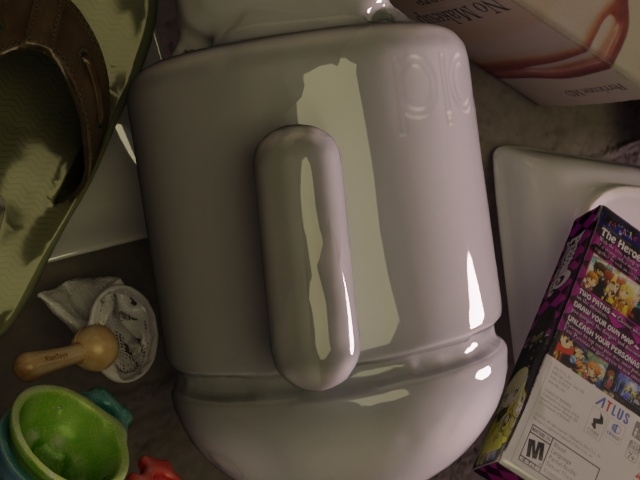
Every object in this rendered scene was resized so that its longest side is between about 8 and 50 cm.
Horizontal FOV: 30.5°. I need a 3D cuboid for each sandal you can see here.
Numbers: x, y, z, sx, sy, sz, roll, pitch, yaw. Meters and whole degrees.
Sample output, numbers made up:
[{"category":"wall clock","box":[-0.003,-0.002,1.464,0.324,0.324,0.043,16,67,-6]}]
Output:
[{"category":"sandal","box":[-0.165,-0.074,0.668,0.120,0.086,0.303,18,84,-24]}]

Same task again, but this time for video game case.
[{"category":"video game case","box":[0.237,0.122,0.795,0.232,0.042,0.210,34,62,-11]}]

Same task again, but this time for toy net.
[{"category":"toy net","box":[-0.116,0.084,0.672,0.122,0.232,0.045,31,115,-18]}]

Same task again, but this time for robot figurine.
[{"category":"robot figurine","box":[0.000,0.000,0.690,0.199,0.300,0.353,-8,95,8]}]

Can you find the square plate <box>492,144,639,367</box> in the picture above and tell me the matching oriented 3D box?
[{"category":"square plate","box":[0.301,0.099,0.886,0.344,0.049,0.347,5,70,-24]}]

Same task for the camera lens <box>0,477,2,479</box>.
[{"category":"camera lens","box":[-0.171,0.252,0.616,0.274,0.219,0.219,38,76,4]}]

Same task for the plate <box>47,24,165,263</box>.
[{"category":"plate","box":[-0.234,-0.109,0.709,0.278,0.045,0.277,-17,98,-22]}]

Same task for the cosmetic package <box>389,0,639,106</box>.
[{"category":"cosmetic package","box":[0.101,-0.217,0.795,0.296,0.153,0.129,28,82,-20]}]
